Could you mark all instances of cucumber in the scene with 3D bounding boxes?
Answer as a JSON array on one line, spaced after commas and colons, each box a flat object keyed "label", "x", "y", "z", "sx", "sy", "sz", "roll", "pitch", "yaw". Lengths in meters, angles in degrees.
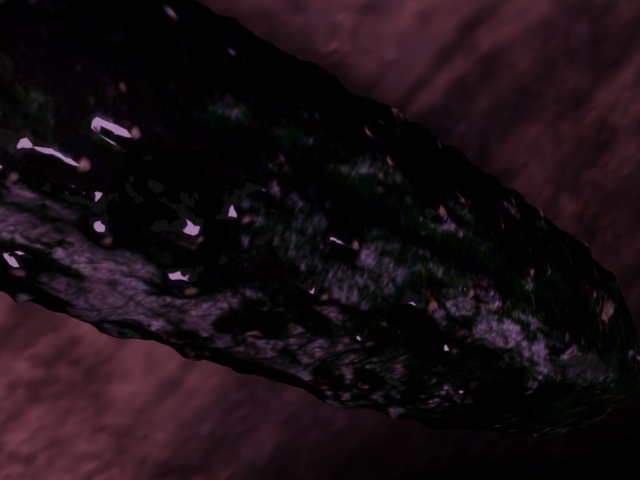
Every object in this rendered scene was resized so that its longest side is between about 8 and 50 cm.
[{"label": "cucumber", "x": 0.000, "y": 0.000, "z": 0.433, "sx": 0.303, "sy": 0.081, "sz": 0.072, "roll": 23, "pitch": 79, "yaw": -47}]
